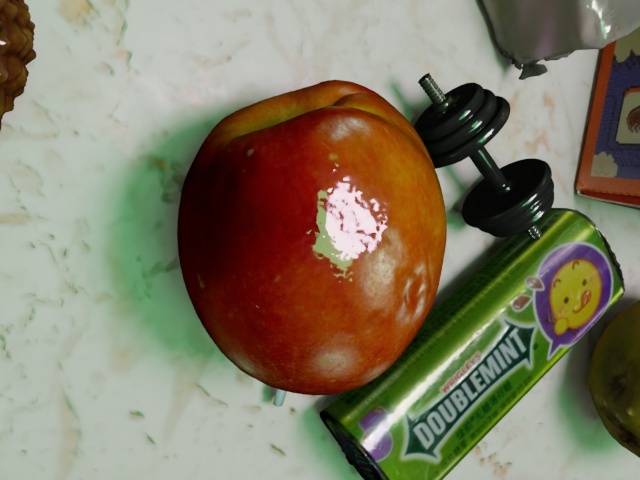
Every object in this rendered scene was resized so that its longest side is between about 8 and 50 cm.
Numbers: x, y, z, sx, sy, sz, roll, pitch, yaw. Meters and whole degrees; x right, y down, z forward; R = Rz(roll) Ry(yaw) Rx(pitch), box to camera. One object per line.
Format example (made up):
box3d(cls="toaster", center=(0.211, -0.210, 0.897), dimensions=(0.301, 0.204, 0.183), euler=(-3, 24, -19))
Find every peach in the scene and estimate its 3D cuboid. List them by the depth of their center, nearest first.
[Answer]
box3d(cls="peach", center=(0.000, 0.000, 0.498), dimensions=(0.243, 0.200, 0.243), euler=(-22, 116, -52))

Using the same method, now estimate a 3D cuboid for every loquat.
box3d(cls="loquat", center=(0.446, 0.156, 0.742), dimensions=(0.246, 0.213, 0.213), euler=(-38, 113, -10))

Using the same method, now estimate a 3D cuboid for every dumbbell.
box3d(cls="dumbbell", center=(0.160, -0.077, 0.616), dimensions=(0.099, 0.099, 0.208), euler=(-46, 111, -13))

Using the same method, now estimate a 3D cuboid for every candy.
box3d(cls="candy", center=(0.245, -0.283, 0.610), dimensions=(0.185, 0.137, 0.195), euler=(-35, 114, -18))

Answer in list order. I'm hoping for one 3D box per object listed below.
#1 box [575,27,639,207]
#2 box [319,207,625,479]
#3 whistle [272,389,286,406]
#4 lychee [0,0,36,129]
box3d(cls="box", center=(0.535, -0.127, 0.678), dimensions=(0.349, 0.319, 0.256), euler=(6, 95, -28))
box3d(cls="box", center=(0.165, 0.118, 0.654), dimensions=(0.346, 0.097, 0.134), euler=(-38, 113, -17))
box3d(cls="whistle", center=(-0.026, 0.107, 0.591), dimensions=(0.035, 0.035, 0.100), euler=(16, 92, -28))
box3d(cls="lychee", center=(-0.281, -0.124, 0.341), dimensions=(0.238, 0.200, 0.199), euler=(7, 95, -40))
